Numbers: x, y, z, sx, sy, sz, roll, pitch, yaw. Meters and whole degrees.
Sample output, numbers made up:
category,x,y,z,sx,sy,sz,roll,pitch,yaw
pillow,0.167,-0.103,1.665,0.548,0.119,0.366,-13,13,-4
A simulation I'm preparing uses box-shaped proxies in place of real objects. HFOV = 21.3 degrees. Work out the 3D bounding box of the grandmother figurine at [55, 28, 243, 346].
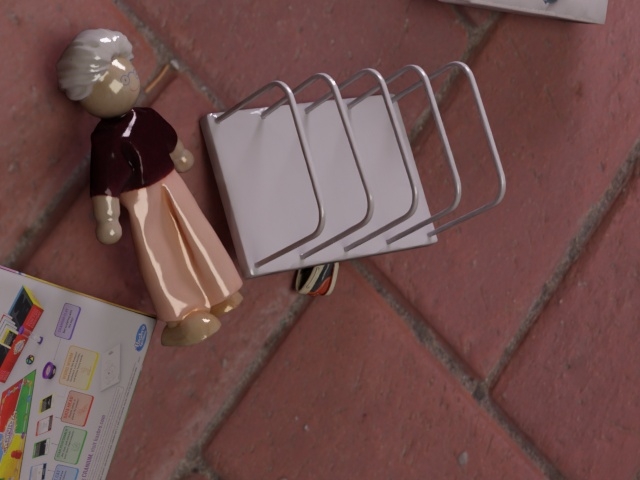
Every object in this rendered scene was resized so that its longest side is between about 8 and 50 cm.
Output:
category,x,y,z,sx,sy,sz,roll,pitch,yaw
grandmother figurine,-0.186,-0.067,1.827,0.208,0.104,0.342,-64,134,-66

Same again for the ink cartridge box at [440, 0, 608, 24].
category,x,y,z,sx,sy,sz,roll,pitch,yaw
ink cartridge box,0.268,-0.414,2.130,0.296,0.066,0.261,-1,99,-48

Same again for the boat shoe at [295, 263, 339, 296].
category,x,y,z,sx,sy,sz,roll,pitch,yaw
boat shoe,0.000,0.000,2.033,0.043,0.049,0.137,5,98,-35

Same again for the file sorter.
category,x,y,z,sx,sy,sz,roll,pitch,yaw
file sorter,0.041,-0.090,1.935,0.277,0.173,0.193,-10,79,-36

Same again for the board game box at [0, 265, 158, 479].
category,x,y,z,sx,sy,sz,roll,pitch,yaw
board game box,-0.327,0.151,1.751,0.316,0.064,0.242,25,81,-50
